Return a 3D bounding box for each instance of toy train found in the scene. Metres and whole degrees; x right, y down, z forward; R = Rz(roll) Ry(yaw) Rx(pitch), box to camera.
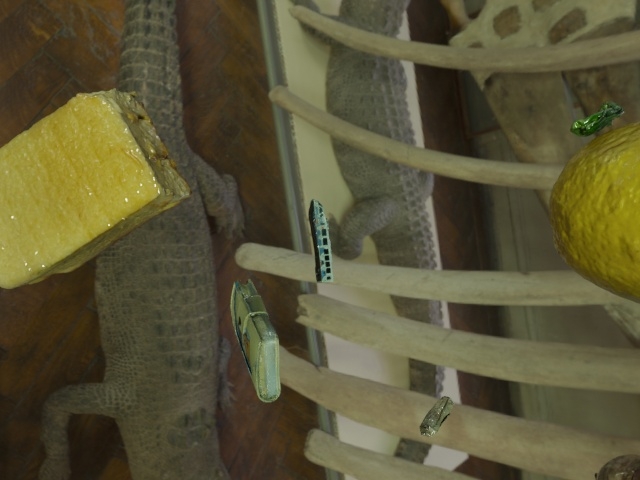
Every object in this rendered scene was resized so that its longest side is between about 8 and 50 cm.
[{"bbox_3d":[0.000,0.000,1.230,0.047,0.043,0.207,-5,84,-18],"label":"toy train"}]

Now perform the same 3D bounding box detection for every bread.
[{"bbox_3d":[-0.341,-0.069,0.693,0.184,0.275,0.114,60,8,4],"label":"bread"}]

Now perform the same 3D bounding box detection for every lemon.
[{"bbox_3d":[0.365,-0.027,0.526,0.204,0.260,0.204,-8,106,-32],"label":"lemon"}]

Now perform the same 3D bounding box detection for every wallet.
[{"bbox_3d":[-0.094,0.133,0.700,0.040,0.155,0.110,-9,120,-19],"label":"wallet"}]

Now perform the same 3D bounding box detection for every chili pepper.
[{"bbox_3d":[0.326,-0.141,0.582,0.091,0.034,0.030,-28,127,-34],"label":"chili pepper"}]

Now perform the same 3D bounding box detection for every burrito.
[{"bbox_3d":[0.365,0.552,1.566,0.188,0.058,0.044,-28,105,-46],"label":"burrito"}]

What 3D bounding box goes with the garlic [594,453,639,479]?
[{"bbox_3d":[0.462,0.378,0.620,0.161,0.245,0.244,-8,91,-3],"label":"garlic"}]
